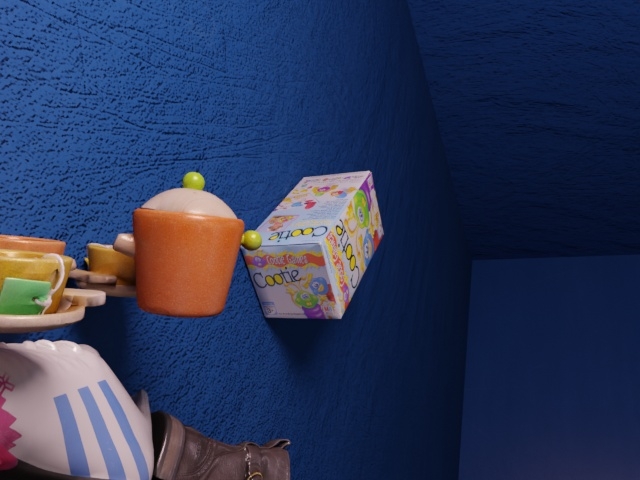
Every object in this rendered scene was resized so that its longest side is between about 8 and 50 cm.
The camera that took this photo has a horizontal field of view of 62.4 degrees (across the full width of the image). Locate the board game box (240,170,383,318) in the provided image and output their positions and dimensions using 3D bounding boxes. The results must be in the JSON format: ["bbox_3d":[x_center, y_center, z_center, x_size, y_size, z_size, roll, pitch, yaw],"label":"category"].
[{"bbox_3d":[0.000,0.000,0.931,0.275,0.145,0.142,-55,136,-53],"label":"board game box"}]

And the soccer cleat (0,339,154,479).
[{"bbox_3d":[-0.248,0.129,0.424,0.331,0.116,0.143,64,15,-50],"label":"soccer cleat"}]

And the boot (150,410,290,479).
[{"bbox_3d":[-0.127,0.332,0.589,0.229,0.091,0.262,40,54,-37],"label":"boot"}]

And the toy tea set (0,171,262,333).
[{"bbox_3d":[-0.208,-0.008,0.412,0.336,0.200,0.124,6,90,-60],"label":"toy tea set"}]
